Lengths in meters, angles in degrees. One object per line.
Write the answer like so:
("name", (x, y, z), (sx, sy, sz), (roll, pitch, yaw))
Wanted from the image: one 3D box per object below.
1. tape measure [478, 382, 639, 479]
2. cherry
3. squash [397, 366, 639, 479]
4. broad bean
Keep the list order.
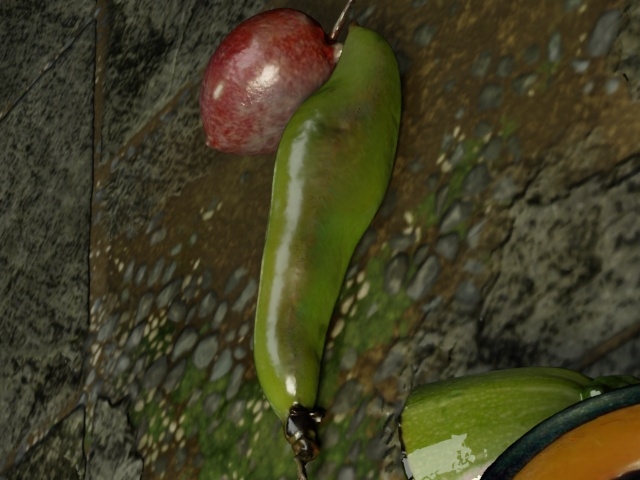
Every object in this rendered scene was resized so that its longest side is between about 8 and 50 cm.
("tape measure", (0.149, 0.150, 0.483), (0.222, 0.135, 0.202), (-12, 47, 14))
("cherry", (0.004, -0.142, 0.959), (0.225, 0.107, 0.090), (-37, 38, -2))
("squash", (0.118, 0.095, 0.645), (0.132, 0.105, 0.105), (-28, 46, 24))
("broad bean", (-0.001, 0.002, 0.879), (0.075, 0.067, 0.325), (4, 75, 25))
